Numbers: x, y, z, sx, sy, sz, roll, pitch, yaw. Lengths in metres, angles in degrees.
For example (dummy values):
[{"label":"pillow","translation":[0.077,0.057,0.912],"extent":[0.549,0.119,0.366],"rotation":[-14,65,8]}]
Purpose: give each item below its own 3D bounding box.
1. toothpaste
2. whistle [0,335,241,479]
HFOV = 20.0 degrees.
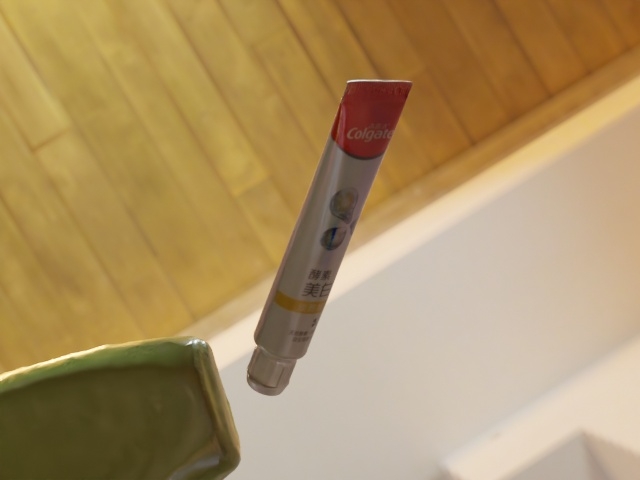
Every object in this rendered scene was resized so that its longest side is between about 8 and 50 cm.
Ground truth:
[{"label":"toothpaste","translation":[0.000,0.000,0.964],"extent":[0.031,0.048,0.190],"rotation":[43,-58,38]},{"label":"whistle","translation":[-0.161,0.095,0.558],"extent":[0.106,0.288,0.131],"rotation":[34,37,-76]}]
